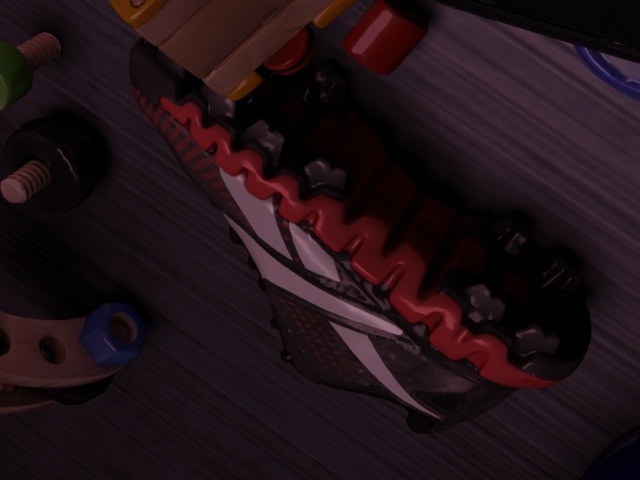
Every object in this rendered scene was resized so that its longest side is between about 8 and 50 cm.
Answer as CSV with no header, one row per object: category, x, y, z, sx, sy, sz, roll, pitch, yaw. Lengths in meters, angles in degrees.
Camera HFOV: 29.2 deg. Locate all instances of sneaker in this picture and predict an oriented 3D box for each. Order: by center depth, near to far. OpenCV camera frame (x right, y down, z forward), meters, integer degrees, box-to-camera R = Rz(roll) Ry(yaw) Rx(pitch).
sneaker,0.000,0.000,0.637,0.276,0.097,0.135,39,129,-1

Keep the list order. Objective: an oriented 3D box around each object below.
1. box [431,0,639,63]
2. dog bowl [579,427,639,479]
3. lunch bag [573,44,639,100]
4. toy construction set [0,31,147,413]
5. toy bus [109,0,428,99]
box,0.114,-0.159,0.359,0.175,0.051,0.220,23,130,25
dog bowl,0.240,0.220,0.643,0.265,0.104,0.265,15,127,21
lunch bag,0.193,-0.170,0.408,0.243,0.115,0.303,13,125,25
toy construction set,-0.293,0.048,0.745,0.309,0.237,0.257,-4,118,32
toy bus,-0.013,-0.162,0.530,0.104,0.202,0.191,55,146,28
